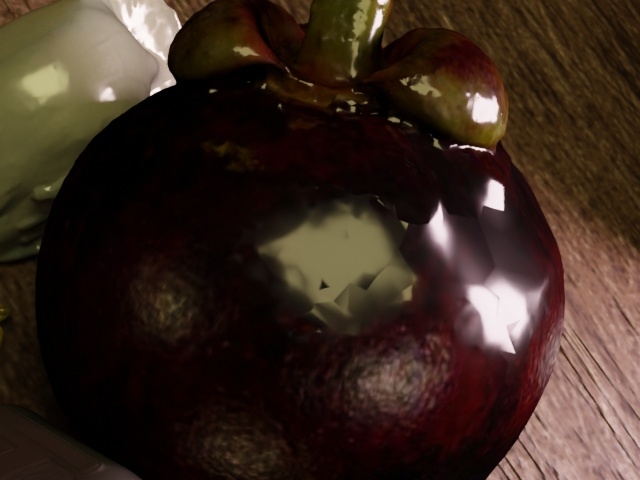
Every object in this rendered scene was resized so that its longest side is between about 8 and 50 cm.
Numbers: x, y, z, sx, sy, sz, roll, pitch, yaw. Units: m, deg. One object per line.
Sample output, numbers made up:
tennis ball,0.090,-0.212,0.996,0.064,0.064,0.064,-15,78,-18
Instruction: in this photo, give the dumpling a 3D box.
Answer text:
dumpling,-0.161,-0.064,0.903,0.229,0.124,0.151,-38,120,-29

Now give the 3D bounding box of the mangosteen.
mangosteen,0.000,0.018,0.812,0.297,0.293,0.297,32,33,-24

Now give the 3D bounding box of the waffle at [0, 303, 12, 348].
waffle,-0.228,0.051,0.859,0.085,0.016,0.078,26,56,-10

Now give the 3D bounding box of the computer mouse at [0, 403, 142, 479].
computer mouse,-0.160,0.135,0.738,0.120,0.232,0.057,-24,107,-27
